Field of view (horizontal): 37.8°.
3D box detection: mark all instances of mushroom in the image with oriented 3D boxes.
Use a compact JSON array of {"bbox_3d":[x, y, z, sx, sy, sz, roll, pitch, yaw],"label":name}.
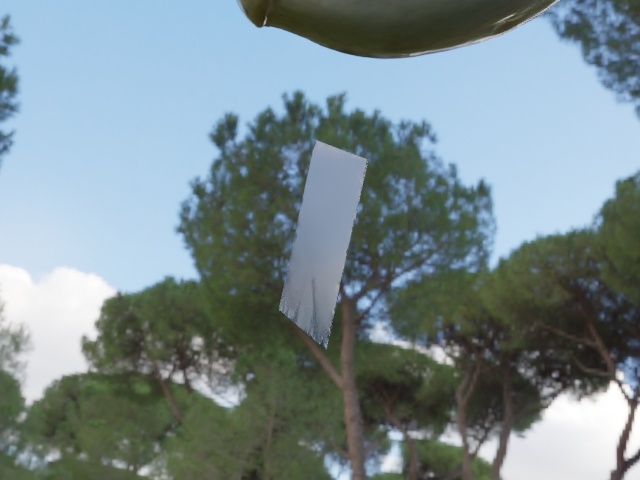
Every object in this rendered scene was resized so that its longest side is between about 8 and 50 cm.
[{"bbox_3d":[0.077,-0.186,0.646,0.270,0.118,0.103,-23,12,-9],"label":"mushroom"}]

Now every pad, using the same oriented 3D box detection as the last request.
[{"bbox_3d":[0.000,0.000,0.936,0.004,0.190,0.127,6,12,-25],"label":"pad"}]
